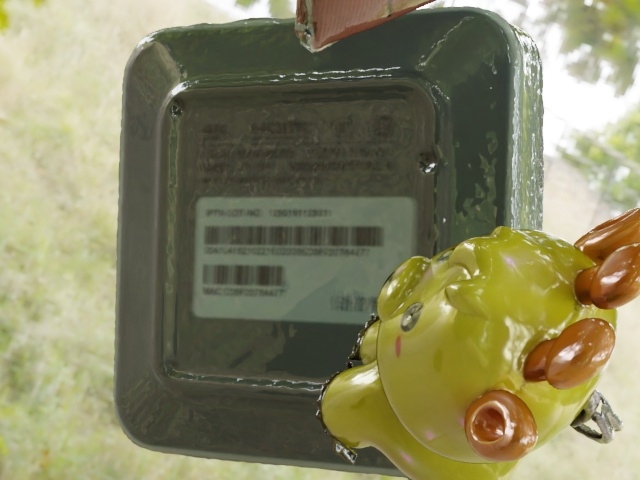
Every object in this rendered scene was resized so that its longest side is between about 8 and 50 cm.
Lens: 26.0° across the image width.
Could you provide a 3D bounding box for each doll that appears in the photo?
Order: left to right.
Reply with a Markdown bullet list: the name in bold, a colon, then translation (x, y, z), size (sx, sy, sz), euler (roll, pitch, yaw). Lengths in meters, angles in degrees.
- **doll**: translation (0.082, 0.062, 0.649), size (0.135, 0.143, 0.221), euler (41, -30, -4)

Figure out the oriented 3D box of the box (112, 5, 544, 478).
- **box**: translation (-0.001, 0.000, 1.216), size (0.395, 0.397, 0.111), euler (0, -2, 28)

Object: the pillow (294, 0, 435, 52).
- **pillow**: translation (0.070, -0.194, 0.789), size (0.075, 0.179, 0.171), euler (53, -25, 29)
